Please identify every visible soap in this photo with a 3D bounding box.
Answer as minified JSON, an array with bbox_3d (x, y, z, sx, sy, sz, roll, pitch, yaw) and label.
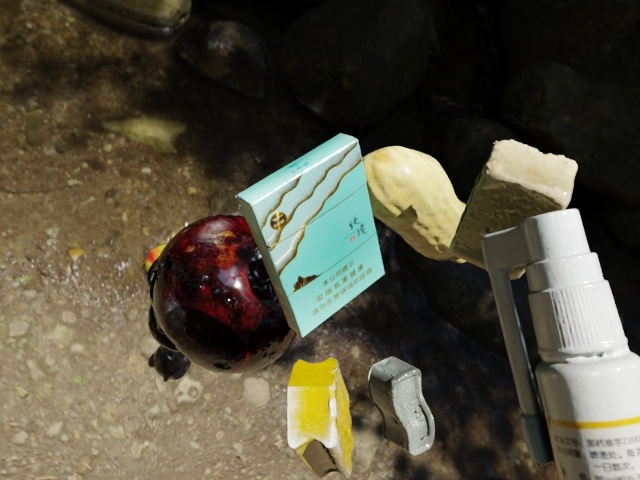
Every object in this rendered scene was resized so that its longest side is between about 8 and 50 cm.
[{"bbox_3d":[0.005,0.272,0.757,0.073,0.232,0.140,-7,55,5],"label":"soap"}]

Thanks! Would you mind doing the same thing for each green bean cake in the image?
[{"bbox_3d":[0.251,-0.038,0.661,0.109,0.179,0.085,20,52,13],"label":"green bean cake"}]

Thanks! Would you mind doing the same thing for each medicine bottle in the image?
[{"bbox_3d":[0.160,0.094,0.316,0.061,0.092,0.221,-4,80,-30],"label":"medicine bottle"}]

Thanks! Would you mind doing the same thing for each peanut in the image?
[{"bbox_3d":[0.180,-0.063,0.853,0.319,0.147,0.148,30,52,-38],"label":"peanut"}]

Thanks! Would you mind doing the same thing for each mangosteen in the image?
[{"bbox_3d":[-0.234,0.120,1.197,0.381,0.421,0.381,-3,94,-39],"label":"mangosteen"}]

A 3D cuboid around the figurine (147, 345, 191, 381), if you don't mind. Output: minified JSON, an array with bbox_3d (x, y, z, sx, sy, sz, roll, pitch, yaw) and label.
[{"bbox_3d":[-0.464,0.370,1.523,0.125,0.138,0.125,-2,92,-40],"label":"figurine"}]

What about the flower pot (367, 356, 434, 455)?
[{"bbox_3d":[0.202,0.414,1.224,0.103,0.108,0.229,-24,105,-26],"label":"flower pot"}]

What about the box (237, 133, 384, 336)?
[{"bbox_3d":[0.000,0.000,0.641,0.162,0.229,0.041,-35,41,-23],"label":"box"}]
